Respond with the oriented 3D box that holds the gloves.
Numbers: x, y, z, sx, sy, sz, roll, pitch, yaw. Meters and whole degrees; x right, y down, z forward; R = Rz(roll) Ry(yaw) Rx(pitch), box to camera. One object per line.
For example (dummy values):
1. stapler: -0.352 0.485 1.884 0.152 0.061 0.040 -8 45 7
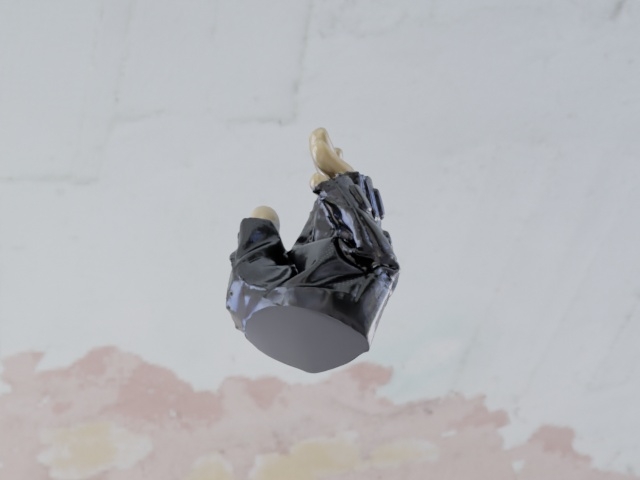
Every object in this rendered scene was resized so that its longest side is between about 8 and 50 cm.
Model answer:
1. gloves: 0.000 0.000 0.927 0.164 0.203 0.124 -8 -50 33
